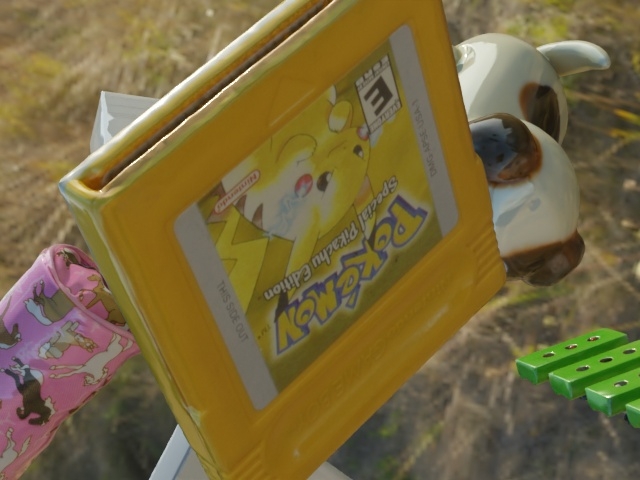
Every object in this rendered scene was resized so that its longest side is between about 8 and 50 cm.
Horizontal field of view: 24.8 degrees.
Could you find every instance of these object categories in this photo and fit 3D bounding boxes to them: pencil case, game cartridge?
[{"bbox_3d":[-0.350,0.189,1.574,0.386,0.167,0.160,-49,38,7],"label":"pencil case"},{"bbox_3d":[0.000,0.000,0.968,0.285,0.323,0.053,-42,46,-22],"label":"game cartridge"}]

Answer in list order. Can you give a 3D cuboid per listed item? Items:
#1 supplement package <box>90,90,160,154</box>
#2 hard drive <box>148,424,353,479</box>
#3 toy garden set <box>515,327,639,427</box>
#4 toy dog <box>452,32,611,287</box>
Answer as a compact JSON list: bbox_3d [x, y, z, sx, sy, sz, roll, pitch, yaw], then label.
[{"bbox_3d":[-0.282,-0.126,2.173,0.179,0.105,0.105,-104,27,-50],"label":"supplement package"},{"bbox_3d":[-0.081,0.363,1.874,0.047,0.353,0.233,8,65,46],"label":"hard drive"},{"bbox_3d":[0.335,0.128,1.386,0.244,0.204,0.049,-161,55,-68],"label":"toy garden set"},{"bbox_3d":[0.209,-0.087,1.859,0.408,0.395,0.284,-95,-12,-62],"label":"toy dog"}]
